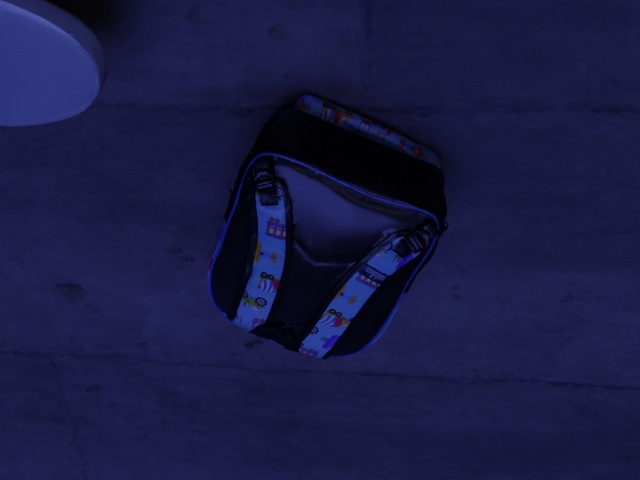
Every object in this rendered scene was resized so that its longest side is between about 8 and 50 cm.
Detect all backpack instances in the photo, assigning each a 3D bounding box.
[{"bbox_3d":[0.000,0.000,0.875,0.158,0.117,0.173,21,128,-5],"label":"backpack"}]

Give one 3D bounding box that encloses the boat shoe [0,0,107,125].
[{"bbox_3d":[-0.287,-0.162,0.817,0.306,0.105,0.113,7,132,13],"label":"boat shoe"}]
